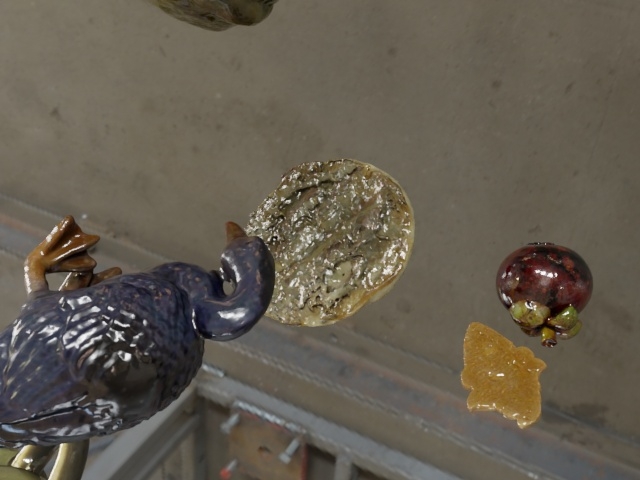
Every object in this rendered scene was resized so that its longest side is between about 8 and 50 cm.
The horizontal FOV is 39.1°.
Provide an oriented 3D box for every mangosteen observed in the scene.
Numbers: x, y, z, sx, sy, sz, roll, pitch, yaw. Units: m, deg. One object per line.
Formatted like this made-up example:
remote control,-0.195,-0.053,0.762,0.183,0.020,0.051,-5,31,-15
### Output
mangosteen,0.414,0.101,1.655,0.200,0.200,0.199,16,126,23

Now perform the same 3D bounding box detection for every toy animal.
toy animal,-0.178,0.071,0.697,0.185,0.298,0.122,38,149,40

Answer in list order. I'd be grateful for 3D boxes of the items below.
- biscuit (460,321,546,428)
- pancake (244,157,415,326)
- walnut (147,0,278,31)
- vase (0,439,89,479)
biscuit,0.328,0.243,1.646,0.163,0.250,0.035,-19,135,-4
pancake,-0.001,0.000,1.760,0.382,0.382,0.071,0,154,32
walnut,-0.154,-0.407,1.193,0.227,0.283,0.283,-21,107,27
vase,-0.447,0.391,1.303,0.241,0.329,0.302,41,177,-24
